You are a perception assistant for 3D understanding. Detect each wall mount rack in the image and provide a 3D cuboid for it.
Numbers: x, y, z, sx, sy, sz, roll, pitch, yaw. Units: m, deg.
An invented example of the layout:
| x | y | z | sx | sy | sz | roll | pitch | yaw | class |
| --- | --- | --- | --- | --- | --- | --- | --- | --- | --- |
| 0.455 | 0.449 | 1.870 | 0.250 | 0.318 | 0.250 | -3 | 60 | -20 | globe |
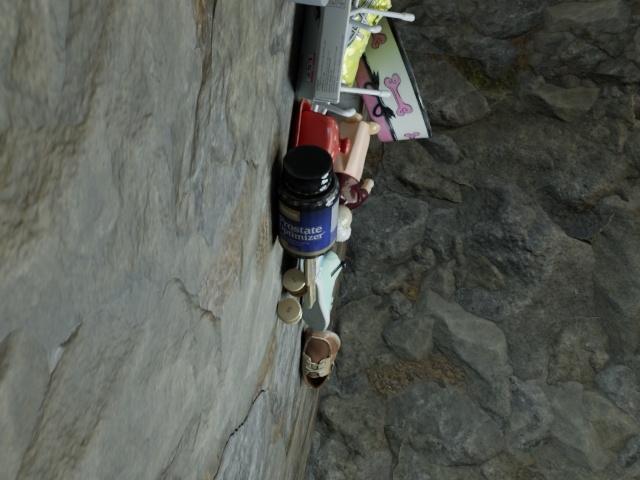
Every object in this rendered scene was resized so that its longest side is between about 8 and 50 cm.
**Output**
| x | y | z | sx | sy | sz | roll | pitch | yaw | class |
| --- | --- | --- | --- | --- | --- | --- | --- | --- | --- |
| 0.100 | -0.434 | 1.747 | 0.304 | 0.130 | 0.350 | -47 | 158 | -60 | wall mount rack |

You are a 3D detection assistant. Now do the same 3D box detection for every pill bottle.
| x | y | z | sx | sy | sz | roll | pitch | yaw | class |
| --- | --- | --- | --- | --- | --- | --- | --- | --- | --- |
| -0.025 | -0.074 | 1.425 | 0.219 | 0.123 | 0.123 | 91 | 9 | -50 | pill bottle |

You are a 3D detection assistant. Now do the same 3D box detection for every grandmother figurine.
| x | y | z | sx | sy | sz | roll | pitch | yaw | class |
| --- | --- | --- | --- | --- | --- | --- | --- | --- | --- |
| 0.063 | -0.164 | 1.931 | 0.104 | 0.208 | 0.342 | -16 | -120 | 60 | grandmother figurine |

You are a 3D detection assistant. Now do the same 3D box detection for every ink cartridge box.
| x | y | z | sx | sy | sz | roll | pitch | yaw | class |
| --- | --- | --- | --- | --- | --- | --- | --- | --- | --- |
| 0.063 | -0.307 | 2.109 | 0.160 | 0.092 | 0.219 | -50 | 147 | -79 | ink cartridge box |
| -0.007 | -0.417 | 1.447 | 0.239 | 0.060 | 0.275 | -143 | -122 | -68 | ink cartridge box |

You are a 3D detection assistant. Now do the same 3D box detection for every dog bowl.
| x | y | z | sx | sy | sz | roll | pitch | yaw | class |
| --- | --- | --- | --- | --- | --- | --- | --- | --- | --- |
| 0.182 | -0.462 | 2.097 | 0.408 | 0.150 | 0.408 | -20 | 90 | -82 | dog bowl |

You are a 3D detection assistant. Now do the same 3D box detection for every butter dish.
| x | y | z | sx | sy | sz | roll | pitch | yaw | class |
| --- | --- | --- | --- | --- | --- | --- | --- | --- | --- |
| 0.003 | -0.204 | 1.537 | 0.160 | 0.118 | 0.160 | -33 | 132 | -83 | butter dish |

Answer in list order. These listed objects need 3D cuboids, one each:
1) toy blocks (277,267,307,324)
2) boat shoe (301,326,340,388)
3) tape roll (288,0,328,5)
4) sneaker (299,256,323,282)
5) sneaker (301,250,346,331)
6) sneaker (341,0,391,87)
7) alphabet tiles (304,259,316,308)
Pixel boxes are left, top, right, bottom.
| x | y | z | sx | sy | sz | roll | pitch | yaw | class |
| --- | --- | --- | --- | --- | --- | --- | --- | --- | --- |
| -0.061 | 0.138 | 1.720 | 0.148 | 0.054 | 0.123 | 76 | 23 | -77 | toy blocks |
| -0.005 | 0.380 | 2.339 | 0.324 | 0.123 | 0.116 | 87 | 15 | -57 | boat shoe |
| -0.015 | -0.488 | 1.164 | 0.219 | 0.072 | 0.219 | 9 | 90 | -84 | tape roll |
| -0.017 | 0.021 | 1.938 | 0.083 | 0.071 | 0.190 | 29 | 69 | -78 | sneaker |
| 0.016 | 0.145 | 2.108 | 0.151 | 0.094 | 0.256 | -49 | 153 | -36 | sneaker |
| 0.096 | -0.554 | 1.806 | 0.145 | 0.147 | 0.384 | -73 | 171 | -66 | sneaker |
| -0.025 | -0.018 | 1.750 | 0.285 | 0.011 | 0.342 | -41 | 130 | -87 | alphabet tiles |
